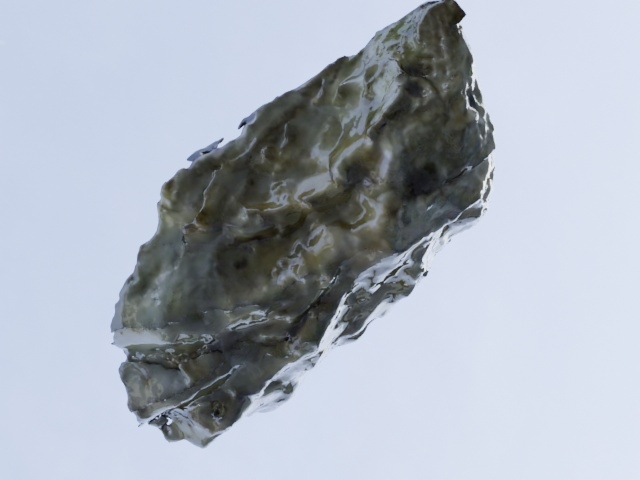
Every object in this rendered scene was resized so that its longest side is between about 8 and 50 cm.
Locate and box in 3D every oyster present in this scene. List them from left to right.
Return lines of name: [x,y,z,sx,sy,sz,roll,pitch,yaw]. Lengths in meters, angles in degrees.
oyster: [0.001,0.008,0.799,0.209,0.072,0.133,-41,-49,-4]
